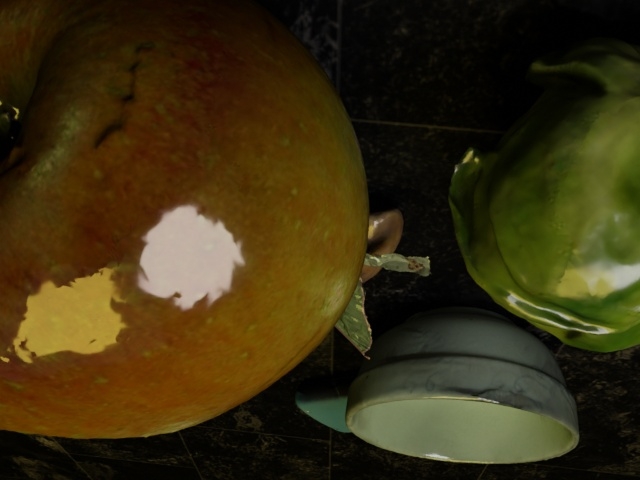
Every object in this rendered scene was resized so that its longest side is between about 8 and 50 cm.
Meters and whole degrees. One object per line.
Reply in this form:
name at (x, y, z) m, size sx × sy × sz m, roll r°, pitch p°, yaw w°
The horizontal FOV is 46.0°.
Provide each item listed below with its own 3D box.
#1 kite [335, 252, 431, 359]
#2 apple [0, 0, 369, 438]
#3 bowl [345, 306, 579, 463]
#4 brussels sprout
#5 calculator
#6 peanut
kite at (0.000, 0.000, 0.823) m, size 0.267 × 0.013 × 0.323 m, roll 16°, pitch 131°, yaw 30°
apple at (-0.153, -0.023, 0.598) m, size 0.384 × 0.374 × 0.374 m, roll -23°, pitch 139°, yaw 17°
bowl at (0.192, 0.199, 1.041) m, size 0.307 × 0.163 × 0.307 m, roll 5°, pitch 148°, yaw 3°
brussels sprout at (0.237, -0.033, 0.611) m, size 0.294 × 0.227 × 0.259 m, roll -27°, pitch 158°, yaw -8°
calculator at (0.093, 0.279, 1.292) m, size 0.293 × 0.051 × 0.173 m, roll -14°, pitch 143°, yaw 32°
peanut at (0.045, 0.006, 0.857) m, size 0.076 × 0.076 × 0.152 m, roll 18°, pitch 143°, yaw -15°
